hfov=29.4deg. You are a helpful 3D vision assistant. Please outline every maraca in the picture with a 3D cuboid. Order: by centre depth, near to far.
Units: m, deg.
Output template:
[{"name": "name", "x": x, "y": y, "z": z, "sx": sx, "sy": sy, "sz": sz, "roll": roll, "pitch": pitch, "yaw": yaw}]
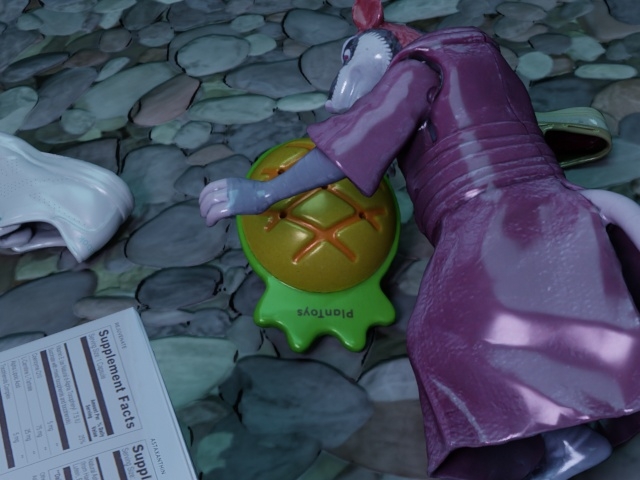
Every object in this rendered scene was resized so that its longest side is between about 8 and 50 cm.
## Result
[{"name": "maraca", "x": 0.000, "y": 0.000, "z": 0.930, "sx": 0.127, "sy": 0.099, "sz": 0.185, "roll": -2, "pitch": 61, "yaw": -3}]

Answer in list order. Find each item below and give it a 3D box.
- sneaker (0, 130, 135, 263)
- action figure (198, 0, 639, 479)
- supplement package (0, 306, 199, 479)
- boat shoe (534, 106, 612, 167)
[{"name": "sneaker", "x": -0.270, "y": -0.034, "z": 1.053, "sx": 0.212, "sy": 0.080, "sz": 0.094, "roll": 14, "pitch": 58, "yaw": 25}, {"name": "action figure", "x": 0.106, "y": -0.029, "z": 0.777, "sx": 0.248, "sy": 0.276, "sz": 0.370, "roll": -5, "pitch": 62, "yaw": -42}, {"name": "supplement package", "x": -0.178, "y": 0.205, "z": 0.644, "sx": 0.263, "sy": 0.199, "sz": 0.198, "roll": -19, "pitch": 41, "yaw": -9}, {"name": "boat shoe", "x": 0.177, "y": -0.080, "z": 1.014, "sx": 0.135, "sy": 0.050, "sz": 0.045, "roll": -12, "pitch": 34, "yaw": -2}]
